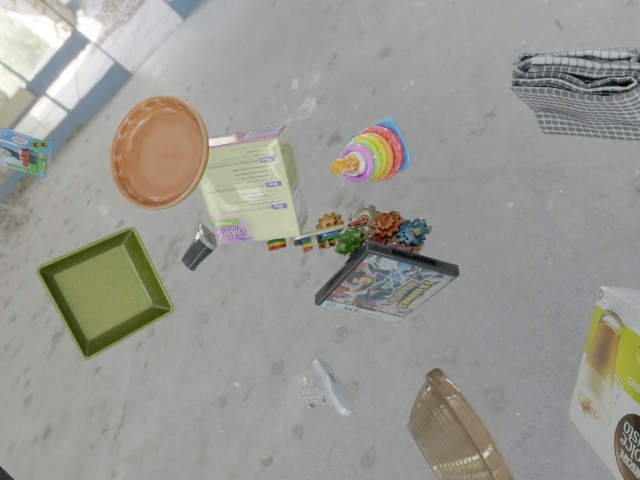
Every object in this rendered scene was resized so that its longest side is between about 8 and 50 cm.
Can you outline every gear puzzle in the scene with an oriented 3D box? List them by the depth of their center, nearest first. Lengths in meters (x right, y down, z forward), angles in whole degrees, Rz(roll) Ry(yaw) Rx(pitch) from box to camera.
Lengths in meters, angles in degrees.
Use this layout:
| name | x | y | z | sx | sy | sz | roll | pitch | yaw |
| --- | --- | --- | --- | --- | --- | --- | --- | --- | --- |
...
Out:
| name | x | y | z | sx | sy | sz | roll | pitch | yaw |
| --- | --- | --- | --- | --- | --- | --- | --- | --- | --- |
| gear puzzle | 0.125 | -0.027 | 1.385 | 0.338 | 0.044 | 0.176 | 18 | 69 | 36 |

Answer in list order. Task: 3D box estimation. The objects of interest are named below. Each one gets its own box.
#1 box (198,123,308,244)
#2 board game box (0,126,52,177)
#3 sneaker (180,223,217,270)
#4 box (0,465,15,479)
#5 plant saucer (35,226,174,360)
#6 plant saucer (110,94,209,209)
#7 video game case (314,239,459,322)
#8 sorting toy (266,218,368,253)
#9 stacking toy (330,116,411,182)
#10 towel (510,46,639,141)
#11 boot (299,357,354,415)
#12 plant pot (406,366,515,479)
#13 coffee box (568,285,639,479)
| name | x | y | z | sx | sy | sz | roll | pitch | yaw |
| --- | --- | --- | --- | --- | --- | --- | --- | --- | --- |
| box | -0.162 | -0.130 | 1.204 | 0.213 | 0.243 | 0.117 | -6 | 26 | 13 |
| board game box | -0.766 | -0.225 | 1.217 | 0.160 | 0.211 | 0.039 | -28 | 49 | 58 |
| sneaker | -0.405 | 0.019 | 1.676 | 0.118 | 0.083 | 0.222 | -46 | 15 | 3 |
| box | -0.525 | 0.310 | 0.649 | 0.183 | 0.233 | 0.059 | -8 | 40 | -2 |
| plant saucer | -0.401 | 0.095 | 0.952 | 0.188 | 0.189 | 0.045 | -30 | 13 | -36 |
| plant saucer | -0.276 | -0.150 | 0.882 | 0.199 | 0.037 | 0.200 | -2 | 85 | 20 |
| video game case | 0.154 | 0.111 | 1.236 | 0.275 | 0.248 | 0.035 | 129 | 149 | -48 |
| sorting toy | 0.000 | 0.000 | 1.298 | 0.274 | 0.046 | 0.132 | -13 | -5 | -9 |
| stacking toy | 0.115 | -0.223 | 1.403 | 0.175 | 0.166 | 0.302 | -22 | 6 | 34 |
| towel | 0.566 | -0.304 | 1.073 | 0.283 | 0.235 | 0.121 | 22 | 94 | 48 |
| boot | 0.012 | 0.498 | 1.619 | 0.123 | 0.095 | 0.258 | -53 | 28 | 7 |
| plant pot | 0.230 | 0.358 | 0.909 | 0.109 | 0.237 | 0.237 | -30 | 37 | -2 |
| coffee box | 0.746 | 0.314 | 0.977 | 0.338 | 0.337 | 0.335 | -80 | -3 | -76 |
